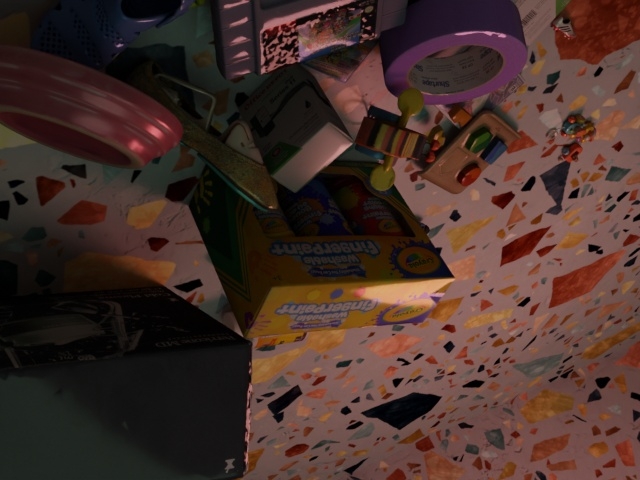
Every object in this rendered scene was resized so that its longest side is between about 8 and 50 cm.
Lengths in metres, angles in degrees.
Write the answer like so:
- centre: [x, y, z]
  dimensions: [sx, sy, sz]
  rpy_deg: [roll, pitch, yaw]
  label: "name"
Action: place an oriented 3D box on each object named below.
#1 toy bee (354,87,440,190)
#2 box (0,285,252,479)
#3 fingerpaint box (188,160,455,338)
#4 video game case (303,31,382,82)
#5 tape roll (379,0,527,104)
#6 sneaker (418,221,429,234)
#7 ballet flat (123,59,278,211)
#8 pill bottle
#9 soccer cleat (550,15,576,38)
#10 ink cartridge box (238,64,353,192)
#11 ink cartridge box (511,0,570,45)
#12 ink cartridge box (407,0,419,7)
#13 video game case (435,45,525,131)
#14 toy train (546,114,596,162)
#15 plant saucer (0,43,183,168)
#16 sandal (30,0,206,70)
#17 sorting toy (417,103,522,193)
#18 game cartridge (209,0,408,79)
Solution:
- centre: [0.160, -0.209, 1.579]
  dimensions: [0.162, 0.298, 0.195]
  rpy_deg: [20, 122, 2]
  label: "toy bee"
- centre: [-0.453, 0.293, 1.597]
  dimensions: [0.479, 0.471, 0.298]
  rpy_deg: [-3, 103, -32]
  label: "box"
- centre: [0.000, 0.000, 1.680]
  dimensions: [0.444, 0.371, 0.163]
  rpy_deg: [0, 136, -32]
  label: "fingerpaint box"
- centre: [0.055, -0.388, 1.541]
  dimensions: [0.119, 0.015, 0.166]
  rpy_deg: [14, 127, -44]
  label: "video game case"
- centre: [0.254, -0.365, 1.543]
  dimensions: [0.274, 0.090, 0.275]
  rpy_deg: [-5, 162, -2]
  label: "tape roll"
- centre: [0.233, 0.028, 2.127]
  dimensions: [0.078, 0.067, 0.188]
  rpy_deg: [6, 130, -30]
  label: "sneaker"
- centre: [-0.195, -0.191, 1.404]
  dimensions: [0.123, 0.348, 0.123]
  rpy_deg: [-53, -177, 4]
  label: "ballet flat"
- centre: [-0.140, 0.215, 2.067]
  dimensions: [0.215, 0.117, 0.117]
  rpy_deg: [-4, 138, -29]
  label: "pill bottle"
- centre: [0.540, -0.468, 1.753]
  dimensions: [0.083, 0.029, 0.035]
  rpy_deg: [12, 133, -37]
  label: "soccer cleat"
- centre: [-0.052, -0.220, 1.513]
  dimensions: [0.153, 0.208, 0.087]
  rpy_deg: [-41, 139, 16]
  label: "ink cartridge box"
- centre: [0.384, -0.500, 1.553]
  dimensions: [0.219, 0.093, 0.160]
  rpy_deg: [17, 125, -45]
  label: "ink cartridge box"
- centre: [0.233, -0.564, 1.402]
  dimensions: [0.332, 0.065, 0.165]
  rpy_deg: [-43, 141, 18]
  label: "ink cartridge box"
- centre: [0.344, -0.343, 1.780]
  dimensions: [0.183, 0.023, 0.201]
  rpy_deg: [-40, 143, 17]
  label: "video game case"
- centre: [0.660, -0.256, 2.078]
  dimensions: [0.125, 0.046, 0.166]
  rpy_deg: [-41, 143, 17]
  label: "toy train"
- centre: [-0.384, -0.194, 1.247]
  dimensions: [0.332, 0.332, 0.084]
  rpy_deg: [27, 76, -49]
  label: "plant saucer"
- centre: [-0.305, -0.353, 1.219]
  dimensions: [0.317, 0.138, 0.126]
  rpy_deg: [-34, 110, 1]
  label: "sandal"
- centre: [0.341, -0.211, 1.893]
  dimensions: [0.229, 0.041, 0.307]
  rpy_deg: [-42, 150, 19]
  label: "sorting toy"
- centre: [-0.008, -0.403, 1.318]
  dimensions: [0.355, 0.068, 0.230]
  rpy_deg: [-22, 143, -16]
  label: "game cartridge"
